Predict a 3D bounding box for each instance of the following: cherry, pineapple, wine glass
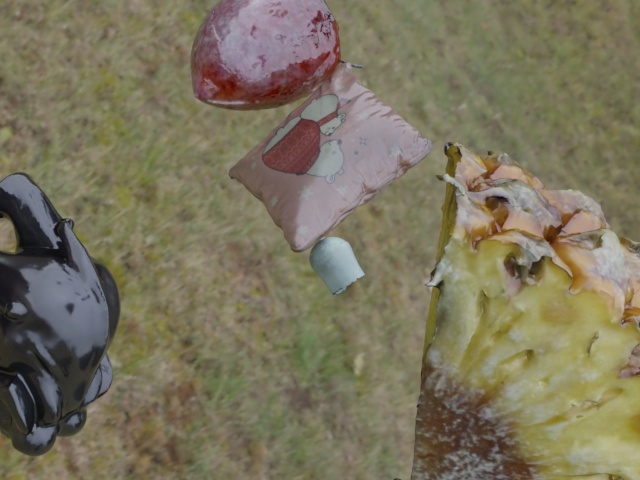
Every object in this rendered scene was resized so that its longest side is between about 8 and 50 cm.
[{"bbox_3d":[-0.084,-0.266,1.733,0.249,0.175,0.192,-38,74,-25],"label":"cherry"},{"bbox_3d":[0.173,0.066,0.822,0.286,0.208,0.344,-68,163,-56],"label":"pineapple"},{"bbox_3d":[0.000,0.000,2.173,0.079,0.079,0.196,-24,79,-48],"label":"wine glass"}]

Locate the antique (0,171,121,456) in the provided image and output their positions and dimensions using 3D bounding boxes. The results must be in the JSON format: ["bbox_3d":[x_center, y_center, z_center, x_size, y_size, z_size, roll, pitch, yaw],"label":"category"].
[{"bbox_3d":[-0.383,0.111,1.587,0.255,0.322,0.185,38,30,14],"label":"antique"}]

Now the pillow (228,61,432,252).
[{"bbox_3d":[0.006,-0.111,1.620,0.223,0.236,0.084,45,-6,45],"label":"pillow"}]
